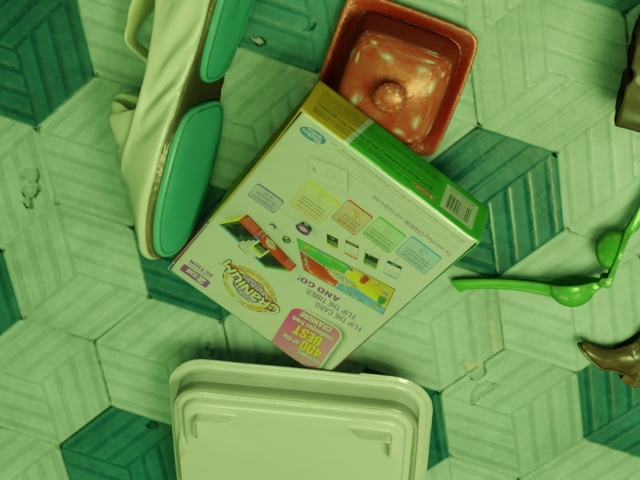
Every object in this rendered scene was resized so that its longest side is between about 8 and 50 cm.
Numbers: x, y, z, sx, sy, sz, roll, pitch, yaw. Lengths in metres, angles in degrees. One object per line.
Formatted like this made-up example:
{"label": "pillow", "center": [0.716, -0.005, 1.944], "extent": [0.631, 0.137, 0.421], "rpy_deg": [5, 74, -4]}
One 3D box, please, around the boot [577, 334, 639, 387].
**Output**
{"label": "boot", "center": [0.385, 0.116, 1.411], "extent": [0.106, 0.037, 0.114], "rpy_deg": [28, 117, -20]}

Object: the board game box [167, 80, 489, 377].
{"label": "board game box", "center": [0.000, 0.000, 1.337], "extent": [0.242, 0.064, 0.316], "rpy_deg": [37, 131, -10]}

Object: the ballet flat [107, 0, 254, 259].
{"label": "ballet flat", "center": [-0.169, -0.179, 1.314], "extent": [0.139, 0.139, 0.400], "rpy_deg": [17, 110, -1]}

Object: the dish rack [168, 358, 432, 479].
{"label": "dish rack", "center": [-0.032, 0.285, 1.479], "extent": [0.333, 0.072, 0.285], "rpy_deg": [5, 129, 5]}

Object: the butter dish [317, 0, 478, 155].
{"label": "butter dish", "center": [0.079, -0.170, 1.280], "extent": [0.160, 0.118, 0.160], "rpy_deg": [19, 113, -3]}

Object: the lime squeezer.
{"label": "lime squeezer", "center": [0.314, 0.009, 1.376], "extent": [0.310, 0.059, 0.110], "rpy_deg": [-35, 75, 20]}

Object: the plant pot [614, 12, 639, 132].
{"label": "plant pot", "center": [0.406, -0.166, 1.232], "extent": [0.165, 0.167, 0.167], "rpy_deg": [12, 114, 10]}
